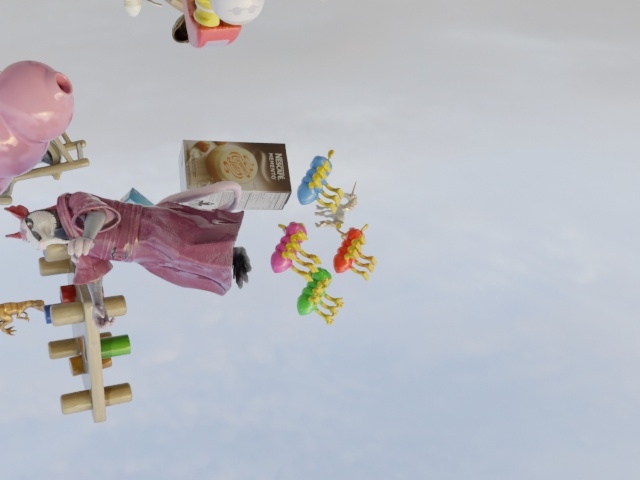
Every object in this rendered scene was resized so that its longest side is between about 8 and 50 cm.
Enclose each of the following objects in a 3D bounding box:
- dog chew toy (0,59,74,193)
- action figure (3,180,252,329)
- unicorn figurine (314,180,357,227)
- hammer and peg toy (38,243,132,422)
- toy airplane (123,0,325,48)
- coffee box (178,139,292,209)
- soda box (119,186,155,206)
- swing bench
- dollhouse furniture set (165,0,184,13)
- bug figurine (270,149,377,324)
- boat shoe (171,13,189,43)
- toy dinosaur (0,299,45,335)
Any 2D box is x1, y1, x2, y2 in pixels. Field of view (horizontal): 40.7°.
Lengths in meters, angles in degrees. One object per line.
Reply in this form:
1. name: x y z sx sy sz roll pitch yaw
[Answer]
1. dog chew toy: -0.533 -0.178 1.384 0.332 0.206 0.206 -24 -160 21
2. action figure: -0.291 -0.023 1.327 0.370 0.248 0.276 13 -122 -17
3. unicorn figurine: 0.042 -0.079 2.300 0.111 0.060 0.162 -3 -133 7
4. hammer and peg toy: -0.425 0.108 1.544 0.127 0.361 0.266 -8 -153 -21
5. toy airplane: -0.147 -0.470 1.362 0.384 0.386 0.272 29 -144 -55
6. coffee box: -0.203 -0.153 2.030 0.246 0.098 0.141 -1 -116 -18
7. soda box: -0.514 -0.061 2.615 0.210 0.067 0.071 41 -159 -23
8. swing bench: -0.637 -0.186 1.803 0.254 0.165 0.253 -31 -159 -6
9. dollhouse furniture set: -0.356 -0.653 1.661 0.362 0.256 0.394 40 -169 33
10. bug figurine: 0.000 0.000 1.391 0.072 0.279 0.216 12 -121 30
11. boat shoe: -0.259 -0.558 2.108 0.257 0.095 0.095 -33 -163 26
12. toy dinosaur: -0.755 0.170 2.021 0.211 0.112 0.064 -10 -131 -27
